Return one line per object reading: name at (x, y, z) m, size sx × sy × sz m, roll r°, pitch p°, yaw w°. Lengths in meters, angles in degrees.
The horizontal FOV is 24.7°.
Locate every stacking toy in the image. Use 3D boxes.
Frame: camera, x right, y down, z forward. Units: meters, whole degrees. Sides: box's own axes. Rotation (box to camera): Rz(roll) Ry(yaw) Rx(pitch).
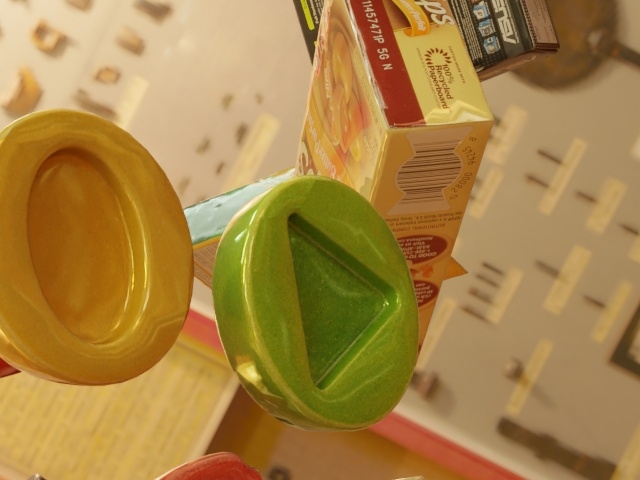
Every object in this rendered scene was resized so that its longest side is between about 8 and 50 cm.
stacking toy at (-0.075, 0.104, 0.709) m, size 0.130 × 0.279 × 0.309 m, roll -16°, pitch 81°, yaw 40°

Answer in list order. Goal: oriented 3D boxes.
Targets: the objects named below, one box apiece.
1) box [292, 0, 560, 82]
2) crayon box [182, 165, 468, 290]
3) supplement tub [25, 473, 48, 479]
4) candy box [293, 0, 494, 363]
box at (0.071, -0.259, 1.301) m, size 0.216 × 0.270 × 0.060 m, roll -20°, pitch -5°, yaw 33°
crayon box at (0.000, 0.000, 1.829) m, size 0.323 × 0.203 × 0.083 m, roll -18°, pitch 46°, yaw 34°
supplement tub at (-0.168, 0.270, 1.164) m, size 0.106 × 0.198 × 0.106 m, roll -46°, pitch 15°, yaw 17°
candy box at (0.045, -0.052, 1.185) m, size 0.316 × 0.087 × 0.183 m, roll 103°, pitch 158°, yaw -50°
